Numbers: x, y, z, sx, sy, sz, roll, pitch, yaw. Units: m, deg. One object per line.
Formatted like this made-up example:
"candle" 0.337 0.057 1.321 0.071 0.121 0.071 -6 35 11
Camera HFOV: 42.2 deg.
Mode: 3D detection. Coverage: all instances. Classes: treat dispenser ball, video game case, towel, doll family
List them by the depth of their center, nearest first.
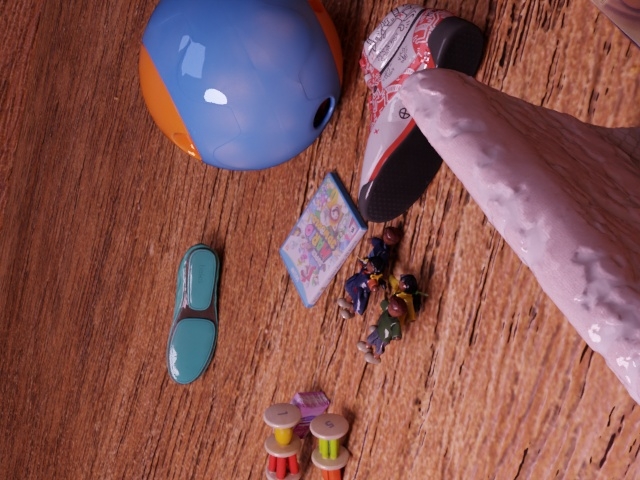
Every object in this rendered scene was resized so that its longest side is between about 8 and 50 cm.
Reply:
"towel" 0.251 -0.002 0.632 0.053 0.316 0.332 -59 44 30
"doll family" 0.079 0.060 1.058 0.193 0.076 0.111 59 135 43
"treat dispenser ball" -0.110 -0.242 1.173 0.288 0.288 0.288 -11 77 52
"video game case" 0.000 0.000 1.219 0.166 0.015 0.119 -56 45 32

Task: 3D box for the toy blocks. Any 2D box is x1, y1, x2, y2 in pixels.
"toy blocks" -0.019 0.307 1.150 0.123 0.054 0.148 9 117 19

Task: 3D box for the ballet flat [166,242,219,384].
"ballet flat" -0.220 0.127 1.458 0.087 0.083 0.248 -160 78 -77

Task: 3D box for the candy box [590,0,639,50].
"candy box" 0.366 -0.317 0.711 0.316 0.087 0.183 -56 45 32

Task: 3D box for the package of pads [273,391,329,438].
"package of pads" -0.029 0.252 1.191 0.083 0.050 0.032 -57 44 31

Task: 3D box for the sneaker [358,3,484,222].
"sneaker" 0.096 -0.166 1.055 0.145 0.090 0.270 43 116 48
